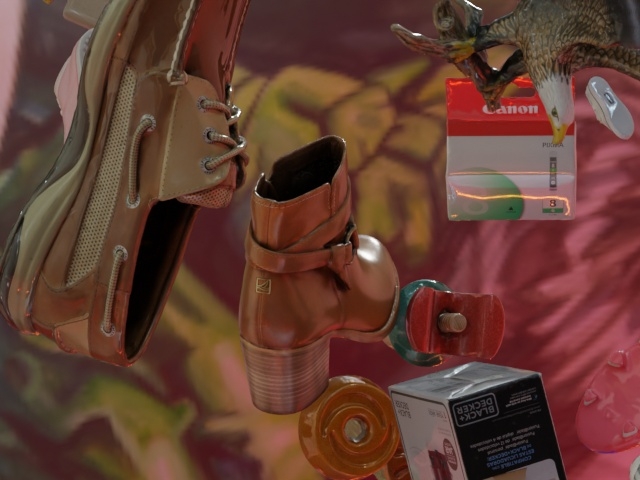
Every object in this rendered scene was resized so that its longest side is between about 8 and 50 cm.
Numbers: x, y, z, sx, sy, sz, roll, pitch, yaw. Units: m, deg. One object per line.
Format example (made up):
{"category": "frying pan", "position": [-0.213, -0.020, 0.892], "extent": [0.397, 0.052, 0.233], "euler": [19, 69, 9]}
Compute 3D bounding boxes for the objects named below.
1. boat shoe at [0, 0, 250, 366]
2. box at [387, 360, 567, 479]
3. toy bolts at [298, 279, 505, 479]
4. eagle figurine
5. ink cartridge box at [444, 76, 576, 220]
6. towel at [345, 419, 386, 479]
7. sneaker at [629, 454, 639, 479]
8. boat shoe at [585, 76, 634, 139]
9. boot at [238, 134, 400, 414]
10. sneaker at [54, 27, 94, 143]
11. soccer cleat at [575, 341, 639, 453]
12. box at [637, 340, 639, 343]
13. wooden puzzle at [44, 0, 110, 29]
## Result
{"category": "boat shoe", "position": [-0.103, -0.063, 1.087], "extent": [0.120, 0.122, 0.324], "euler": [29, -76, 18]}
{"category": "box", "position": [0.154, 0.256, 1.363], "extent": [0.169, 0.087, 0.290], "euler": [171, -96, -76]}
{"category": "toy bolts", "position": [0.071, 0.147, 1.598], "extent": [0.158, 0.218, 0.228], "euler": [172, -70, -70]}
{"category": "eagle figurine", "position": [0.266, -0.207, 1.636], "extent": [0.298, 0.226, 0.225], "euler": [-13, -79, 38]}
{"category": "ink cartridge box", "position": [0.263, -0.123, 2.207], "extent": [0.225, 0.181, 0.056], "euler": [82, 11, -45]}
{"category": "towel", "position": [0.074, 0.250, 1.925], "extent": [0.148, 0.027, 0.110], "euler": [49, -24, 21]}
{"category": "sneaker", "position": [0.524, 0.315, 2.093], "extent": [0.132, 0.228, 0.086], "euler": [-71, 144, -74]}
{"category": "boat shoe", "position": [0.389, -0.173, 2.164], "extent": [0.100, 0.035, 0.035], "euler": [59, -24, 21]}
{"category": "boot", "position": [0.000, 0.000, 1.471], "extent": [0.109, 0.283, 0.220], "euler": [13, -59, 24]}
{"category": "sneaker", "position": [-0.178, -0.093, 1.245], "extent": [0.070, 0.051, 0.134], "euler": [164, -71, -66]}
{"category": "soccer cleat", "position": [0.322, 0.099, 1.396], "extent": [0.083, 0.248, 0.095], "euler": [38, -8, 32]}
{"category": "box", "position": [0.415, 0.104, 1.807], "extent": [0.058, 0.232, 0.087], "euler": [43, -57, 13]}
{"category": "wooden puzzle", "position": [-0.208, -0.224, 1.523], "extent": [0.014, 0.116, 0.078], "euler": [-53, -168, 47]}
